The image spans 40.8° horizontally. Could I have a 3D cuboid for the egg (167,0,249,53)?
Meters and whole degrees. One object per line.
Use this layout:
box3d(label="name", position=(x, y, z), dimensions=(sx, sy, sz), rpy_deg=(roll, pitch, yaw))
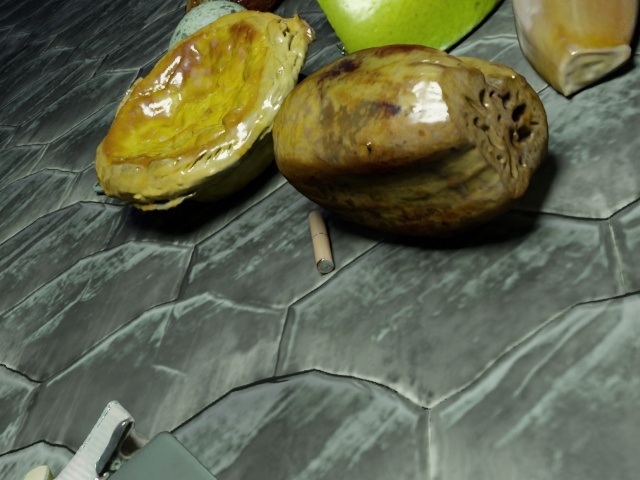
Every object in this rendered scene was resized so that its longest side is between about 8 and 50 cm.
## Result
box3d(label="egg", position=(-0.169, -0.298, 1.344), dimensions=(0.172, 0.132, 0.132), rpy_deg=(-29, 30, 33))

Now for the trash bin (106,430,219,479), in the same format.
box3d(label="trash bin", position=(-0.150, 0.269, 0.620), dimensions=(0.236, 0.101, 0.177), rpy_deg=(-44, 32, -17))

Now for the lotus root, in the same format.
box3d(label="lotus root", position=(0.074, -0.104, 0.829), dimensions=(0.291, 0.193, 0.193), rpy_deg=(2, 48, 49))

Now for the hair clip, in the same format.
box3d(label="hair clip", position=(-0.246, 0.242, 0.768), dimensions=(0.218, 0.071, 0.159), rpy_deg=(-44, 30, -24))

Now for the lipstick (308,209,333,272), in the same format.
box3d(label="lipstick", position=(0.000, 0.000, 0.904), dimensions=(0.019, 0.019, 0.094), rpy_deg=(-27, 33, 12))

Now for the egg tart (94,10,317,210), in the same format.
box3d(label="egg tart", position=(-0.140, -0.155, 1.122), dimensions=(0.341, 0.129, 0.341), rpy_deg=(-25, 38, 21))

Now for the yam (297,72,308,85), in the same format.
box3d(label="yam", position=(0.011, -0.177, 1.101), dimensions=(0.327, 0.045, 0.045), rpy_deg=(40, 119, 59))

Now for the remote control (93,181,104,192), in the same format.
box3d(label="remote control", position=(-0.293, -0.092, 1.294), dimensions=(0.125, 0.017, 0.053), rpy_deg=(2, 47, 44))

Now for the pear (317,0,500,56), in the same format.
box3d(label="pear", position=(0.117, -0.368, 1.132), dimensions=(0.282, 0.176, 0.286), rpy_deg=(-29, 34, 9))

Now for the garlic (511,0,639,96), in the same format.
box3d(label="garlic", position=(0.277, -0.278, 0.952), dimensions=(0.143, 0.112, 0.318), rpy_deg=(-13, 49, 27))

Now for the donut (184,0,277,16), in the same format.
box3d(label="donut", position=(-0.142, -0.435, 1.525), dimensions=(0.187, 0.144, 0.126), rpy_deg=(-12, 32, -22))
